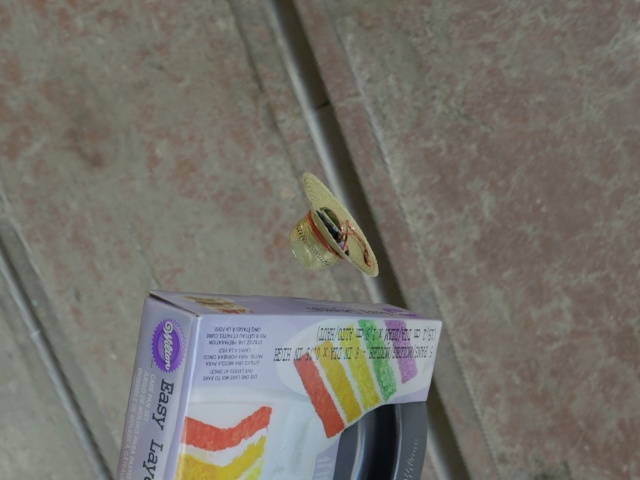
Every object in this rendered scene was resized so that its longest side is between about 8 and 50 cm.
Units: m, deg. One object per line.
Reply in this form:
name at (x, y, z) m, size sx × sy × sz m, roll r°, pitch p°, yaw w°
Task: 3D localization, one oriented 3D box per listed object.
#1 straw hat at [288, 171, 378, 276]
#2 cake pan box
straw hat at (0.000, 0.000, 1.076) m, size 0.061 × 0.144 × 0.144 m, roll -34°, pitch 93°, yaw 15°
cake pan box at (-0.027, 0.166, 0.720) m, size 0.070 × 0.267 × 0.246 m, roll 16°, pitch 96°, yaw 43°
